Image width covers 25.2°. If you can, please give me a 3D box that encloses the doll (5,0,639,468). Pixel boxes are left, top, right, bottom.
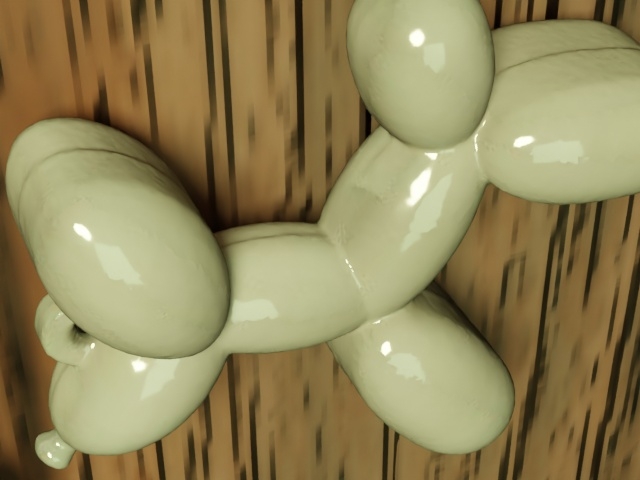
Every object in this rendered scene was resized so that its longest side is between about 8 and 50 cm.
[{"bbox_3d":[0.000,0.000,0.356,0.160,0.059,0.161,15,117,-36],"label":"doll"}]
